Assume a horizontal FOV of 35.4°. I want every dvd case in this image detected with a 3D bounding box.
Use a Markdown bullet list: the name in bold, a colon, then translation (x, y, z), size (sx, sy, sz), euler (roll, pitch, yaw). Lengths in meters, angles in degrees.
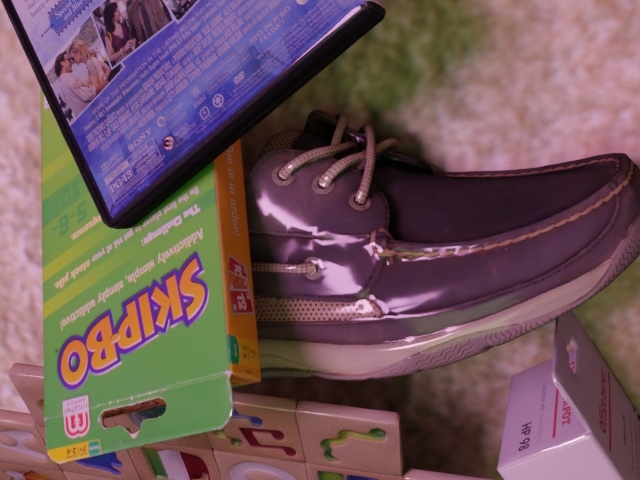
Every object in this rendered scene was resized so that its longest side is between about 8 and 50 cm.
- **dvd case**: translation (-0.095, -0.158, 0.514), size (0.180, 0.022, 0.253), euler (-37, 71, 25)

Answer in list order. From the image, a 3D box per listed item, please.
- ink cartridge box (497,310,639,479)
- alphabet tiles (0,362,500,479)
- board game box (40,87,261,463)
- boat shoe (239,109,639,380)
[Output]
- **ink cartridge box**: translation (0.162, 0.136, 0.597), size (0.060, 0.104, 0.180), euler (-30, 102, 25)
- **alphabet tiles**: translation (-0.056, 0.177, 0.659), size (0.343, 0.011, 0.285), euler (5, 140, 12)
- **board game box**: translation (-0.098, -0.017, 0.543), size (0.124, 0.039, 0.259), euler (-17, 65, 28)
- **boat shoe**: translation (0.000, 0.000, 0.565), size (0.356, 0.132, 0.130), euler (-14, 107, 19)
